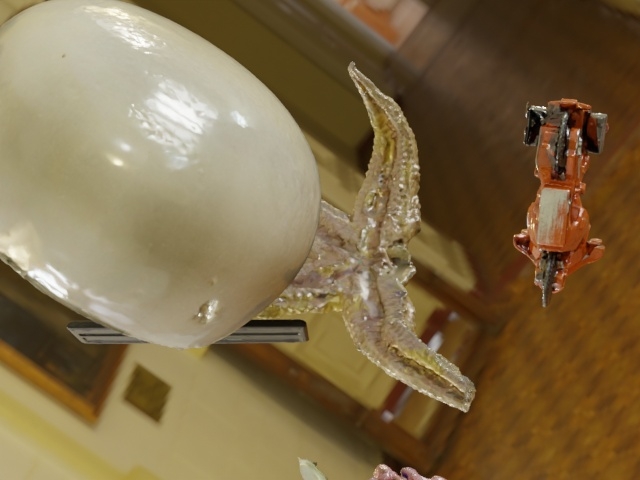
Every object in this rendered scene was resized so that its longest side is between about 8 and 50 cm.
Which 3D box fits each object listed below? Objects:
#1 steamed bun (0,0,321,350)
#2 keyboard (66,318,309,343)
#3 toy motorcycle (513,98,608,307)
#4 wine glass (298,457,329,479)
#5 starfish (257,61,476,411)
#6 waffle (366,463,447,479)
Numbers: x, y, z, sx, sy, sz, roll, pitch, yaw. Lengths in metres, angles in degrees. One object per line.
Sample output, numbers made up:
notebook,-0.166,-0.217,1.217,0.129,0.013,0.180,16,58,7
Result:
steamed bun,-0.143,-0.070,1.125,0.206,0.324,0.324,-56,7,11
keyboard,-0.098,0.112,1.600,0.103,0.381,0.041,85,-169,-75
toy motorcycle,0.382,-0.068,2.171,0.221,0.147,0.326,-42,-42,-69
wine glass,-0.100,0.493,2.189,0.321,0.143,0.143,-39,4,-16
starfish,0.004,0.003,1.533,0.132,0.383,0.398,66,-150,-60
waffle,0.159,0.409,1.927,0.221,0.234,0.055,-71,4,-58
